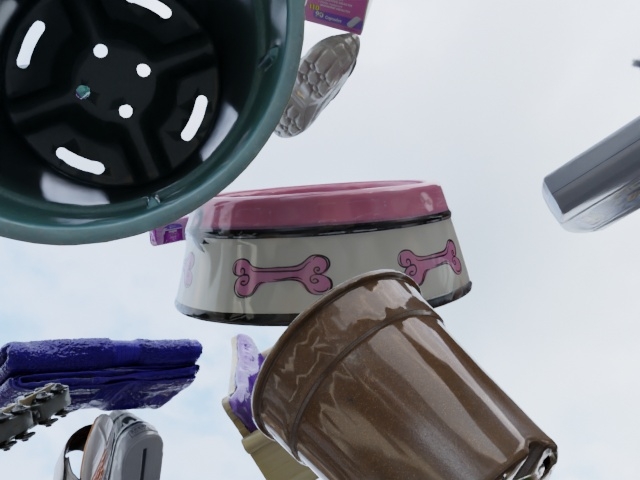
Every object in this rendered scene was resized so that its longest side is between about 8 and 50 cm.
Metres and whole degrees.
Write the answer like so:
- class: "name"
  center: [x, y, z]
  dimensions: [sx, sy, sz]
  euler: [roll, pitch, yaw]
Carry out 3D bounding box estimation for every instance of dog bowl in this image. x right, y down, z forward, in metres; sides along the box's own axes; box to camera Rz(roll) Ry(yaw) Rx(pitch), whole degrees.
- class: "dog bowl"
  center: [0.000, 0.000, 0.984]
  dimensions: [0.407, 0.408, 0.150]
  euler: [-4, -83, -1]

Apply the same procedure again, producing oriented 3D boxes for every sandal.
- class: "sandal"
  center: [-0.379, 0.374, 1.115]
  dimensions: [0.076, 0.102, 0.265]
  euler: [15, -55, -2]

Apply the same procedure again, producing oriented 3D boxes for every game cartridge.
- class: "game cartridge"
  center: [0.397, -0.081, 0.928]
  dimensions: [0.198, 0.062, 0.297]
  euler: [-40, -22, 23]

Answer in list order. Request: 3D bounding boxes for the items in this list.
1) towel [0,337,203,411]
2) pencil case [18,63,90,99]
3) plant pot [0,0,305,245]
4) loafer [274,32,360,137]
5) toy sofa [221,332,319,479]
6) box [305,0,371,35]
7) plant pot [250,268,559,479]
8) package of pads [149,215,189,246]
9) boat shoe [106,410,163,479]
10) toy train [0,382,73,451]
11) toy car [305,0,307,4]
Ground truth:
- class: "towel"
  center: [-0.365, 0.230, 1.136]
  dimensions: [0.308, 0.076, 0.227]
  euler: [6, -35, -36]
- class: "pencil case"
  center: [-0.375, -0.195, 0.939]
  dimensions: [0.151, 0.064, 0.070]
  euler: [-2, -52, 18]
- class: "plant pot"
  center: [-0.206, -0.173, 0.659]
  dimensions: [0.341, 0.334, 0.341]
  euler: [0, -88, -10]
- class: "loafer"
  center: [-0.019, -0.296, 1.396]
  dimensions: [0.112, 0.111, 0.319]
  euler: [51, -31, -6]
- class: "toy sofa"
  center: [-0.054, 0.253, 1.226]
  dimensions: [0.150, 0.362, 0.177]
  euler: [-28, -79, 1]
- class: "box"
  center: [0.003, -0.520, 1.283]
  dimensions: [0.213, 0.117, 0.243]
  euler: [16, -31, 3]
- class: "plant pot"
  center: [0.064, 0.133, 0.507]
  dimensions: [0.167, 0.165, 0.167]
  euler: [-26, -43, -27]
- class: "package of pads"
  center: [-0.292, -0.020, 1.390]
  dimensions: [0.083, 0.032, 0.050]
  euler: [-13, -73, -43]
- class: "boat shoe"
  center: [-0.364, 0.461, 1.316]
  dimensions: [0.121, 0.119, 0.335]
  euler: [2, -69, -42]
- class: "toy train"
  center: [-0.216, 0.127, 0.485]
  dimensions: [0.036, 0.158, 0.027]
  euler: [-11, -89, 9]
- class: "toy car"
  center: [-0.075, -0.362, 0.847]
  dimensions: [0.159, 0.136, 0.182]
  euler: [15, -57, -39]
